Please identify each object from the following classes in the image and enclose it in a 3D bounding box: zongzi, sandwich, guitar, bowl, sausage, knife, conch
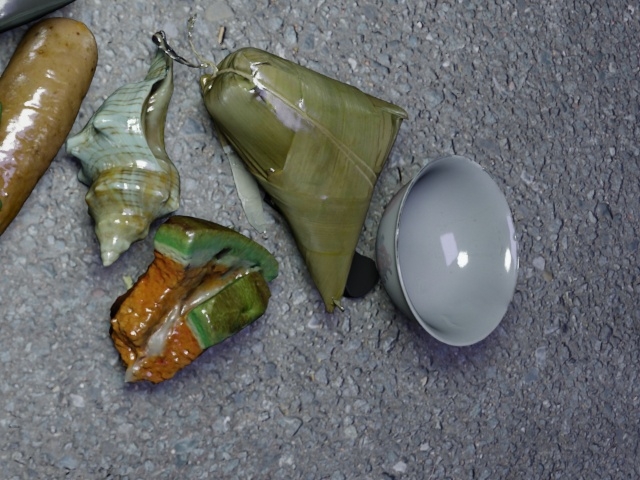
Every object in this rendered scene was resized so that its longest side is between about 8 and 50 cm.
[{"bbox_3d":[-0.085,-0.124,1.399,0.447,0.181,0.418,18,81,-34],"label":"zongzi"},{"bbox_3d":[-0.205,0.114,1.362,0.301,0.162,0.250,-50,146,1],"label":"sandwich"},{"bbox_3d":[0.001,-0.001,1.560,0.271,0.038,0.084,45,68,-22],"label":"guitar"},{"bbox_3d":[0.203,0.022,1.587,0.346,0.157,0.345,6,82,-41],"label":"bowl"},{"bbox_3d":[-0.472,-0.112,1.247,0.500,0.136,0.123,-62,152,-12],"label":"sausage"},{"bbox_3d":[-0.144,-0.146,1.491,0.047,0.017,0.297,-24,102,-32],"label":"knife"},{"bbox_3d":[-0.304,-0.144,1.326,0.170,0.203,0.386,-4,70,-9],"label":"conch"}]

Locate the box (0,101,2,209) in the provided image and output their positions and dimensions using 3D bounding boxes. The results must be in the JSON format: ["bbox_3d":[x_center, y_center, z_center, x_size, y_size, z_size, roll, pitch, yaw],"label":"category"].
[{"bbox_3d":[-0.582,-0.142,1.073,0.329,0.253,0.177,1,75,11],"label":"box"}]

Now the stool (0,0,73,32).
[{"bbox_3d":[-0.450,-0.370,1.204,0.232,0.232,0.141,-32,114,-24],"label":"stool"}]
